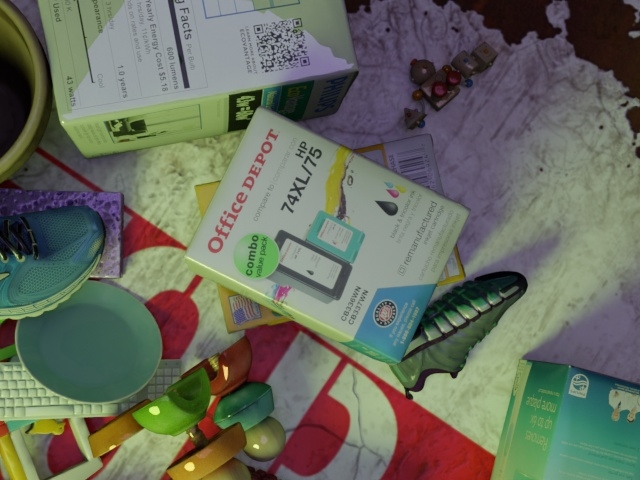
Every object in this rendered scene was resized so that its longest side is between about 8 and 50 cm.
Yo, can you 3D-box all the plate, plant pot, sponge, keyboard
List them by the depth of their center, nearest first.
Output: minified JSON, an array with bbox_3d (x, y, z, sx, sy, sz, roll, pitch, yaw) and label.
[{"bbox_3d":[-0.445,-0.170,1.205,0.263,0.229,0.263,0,85,-3],"label":"plant pot"},{"bbox_3d":[-0.303,0.192,1.256,0.256,0.014,0.072,2,81,-25],"label":"keyboard"},{"bbox_3d":[-0.298,0.133,1.259,0.188,0.024,0.188,14,47,-15],"label":"plate"},{"bbox_3d":[-0.369,-0.010,1.300,0.210,0.031,0.117,2,85,-5],"label":"sponge"}]

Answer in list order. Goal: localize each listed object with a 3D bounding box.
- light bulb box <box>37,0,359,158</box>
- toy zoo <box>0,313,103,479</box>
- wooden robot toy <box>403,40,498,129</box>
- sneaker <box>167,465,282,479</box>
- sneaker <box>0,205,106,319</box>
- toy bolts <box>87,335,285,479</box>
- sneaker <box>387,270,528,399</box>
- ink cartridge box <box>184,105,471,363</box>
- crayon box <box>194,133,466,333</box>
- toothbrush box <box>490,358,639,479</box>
[{"bbox_3d":[-0.170,-0.322,1.249,0.361,0.225,0.358,-11,86,-7],"label":"light bulb box"},{"bbox_3d":[-0.400,0.234,1.231,0.192,0.030,0.293,-21,91,-33],"label":"toy zoo"},{"bbox_3d":[0.161,-0.231,1.353,0.173,0.076,0.079,-41,79,-8],"label":"wooden robot toy"},{"bbox_3d":[-0.063,0.371,1.254,0.299,0.121,0.112,19,92,-1],"label":"sneaker"},{"bbox_3d":[-0.413,0.026,1.169,0.330,0.147,0.130,-21,67,-27],"label":"sneaker"},{"bbox_3d":[-0.149,0.249,1.229,0.218,0.228,0.158,-32,90,34],"label":"toy bolts"},{"bbox_3d":[0.191,0.127,1.330,0.223,0.083,0.098,-28,109,-3],"label":"sneaker"},{"bbox_3d":[0.000,0.000,1.167,0.270,0.197,0.198,26,83,-3],"label":"ink cartridge box"},{"bbox_3d":[0.010,-0.008,1.310,0.322,0.083,0.203,-13,86,-7],"label":"crayon box"},{"bbox_3d":[0.305,0.311,1.244,0.126,0.216,0.296,15,85,-3],"label":"toothbrush box"}]
